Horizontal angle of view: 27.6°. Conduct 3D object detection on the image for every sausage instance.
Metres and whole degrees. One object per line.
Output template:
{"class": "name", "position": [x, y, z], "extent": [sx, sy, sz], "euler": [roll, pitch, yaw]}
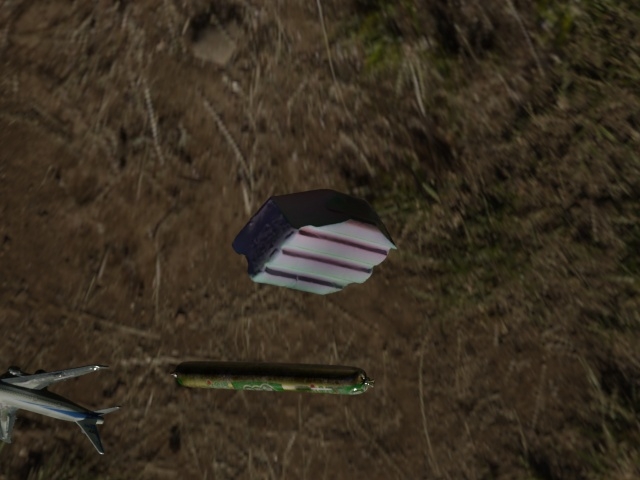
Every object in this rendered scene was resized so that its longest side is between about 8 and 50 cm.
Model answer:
{"class": "sausage", "position": [-0.059, 0.153, 1.461], "extent": [0.269, 0.033, 0.033], "euler": [-1, 111, 30]}

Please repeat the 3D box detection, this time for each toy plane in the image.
{"class": "toy plane", "position": [-0.343, 0.183, 1.522], "extent": [0.226, 0.058, 0.226], "euler": [31, 133, -27]}

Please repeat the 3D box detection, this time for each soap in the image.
{"class": "soap", "position": [0.000, 0.000, 1.282], "extent": [0.149, 0.056, 0.100], "euler": [13, 127, -49]}
